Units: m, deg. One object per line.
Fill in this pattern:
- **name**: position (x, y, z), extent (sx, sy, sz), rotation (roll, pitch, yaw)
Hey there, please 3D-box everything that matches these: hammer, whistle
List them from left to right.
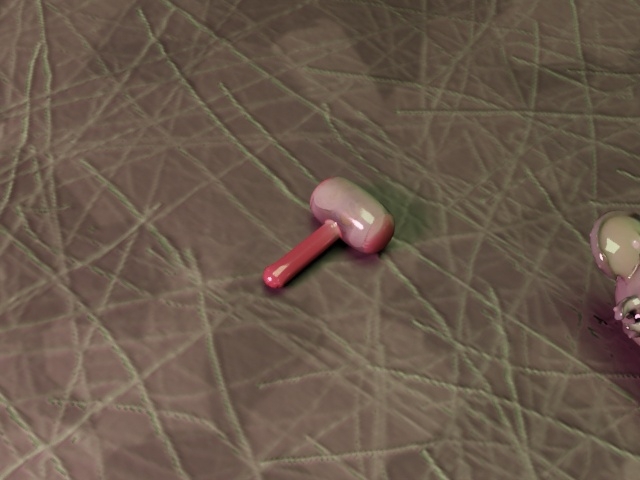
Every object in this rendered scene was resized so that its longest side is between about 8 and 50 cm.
- **hammer**: position (0.000, 0.000, 0.723), extent (0.052, 0.031, 0.083), rotation (37, 61, 25)
- **whistle**: position (0.250, 0.011, 0.725), extent (0.236, 0.077, 0.114), rotation (-19, 75, -30)
